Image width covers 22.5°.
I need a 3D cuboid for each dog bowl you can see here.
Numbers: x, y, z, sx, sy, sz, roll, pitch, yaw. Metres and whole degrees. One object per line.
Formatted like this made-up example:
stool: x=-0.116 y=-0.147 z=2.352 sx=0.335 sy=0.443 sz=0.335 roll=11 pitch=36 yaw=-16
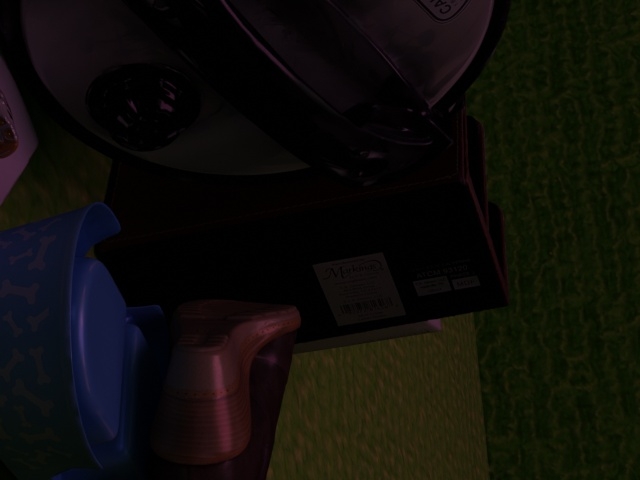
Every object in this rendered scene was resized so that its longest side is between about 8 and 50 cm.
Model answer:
dog bowl: x=-0.157 y=0.093 z=1.052 sx=0.297 sy=0.074 sz=0.166 roll=73 pitch=15 yaw=-61

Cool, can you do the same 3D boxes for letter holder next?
letter holder: x=-0.008 y=-0.043 z=1.352 sx=0.214 sy=0.301 sz=0.152 roll=-87 pitch=160 yaw=-44

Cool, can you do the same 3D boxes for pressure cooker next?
pressure cooker: x=-0.050 y=-0.239 z=1.134 sx=0.375 sy=0.369 sz=0.420 roll=106 pitch=-18 yaw=-47

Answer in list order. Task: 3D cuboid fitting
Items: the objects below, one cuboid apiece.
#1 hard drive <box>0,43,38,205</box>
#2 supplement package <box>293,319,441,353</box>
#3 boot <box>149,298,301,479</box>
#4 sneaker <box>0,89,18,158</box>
hard drive: x=-0.273 y=-0.161 z=0.932 sx=0.233 sy=0.047 sz=0.353 roll=-76 pitch=151 yaw=-60
supplement package: x=0.000 y=0.000 z=1.606 sx=0.293 sy=0.177 sz=0.175 roll=35 pitch=47 yaw=-69
boot: x=-0.071 y=0.154 z=1.145 sx=0.248 sy=0.090 sz=0.207 roll=-42 pitch=134 yaw=-77
sneaker: x=-0.210 y=-0.090 z=0.980 sx=0.037 sy=0.032 sz=0.083 roll=-120 pitch=-168 yaw=-67
